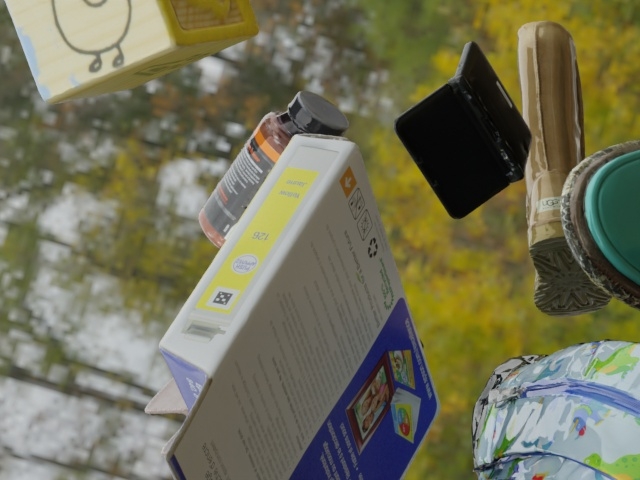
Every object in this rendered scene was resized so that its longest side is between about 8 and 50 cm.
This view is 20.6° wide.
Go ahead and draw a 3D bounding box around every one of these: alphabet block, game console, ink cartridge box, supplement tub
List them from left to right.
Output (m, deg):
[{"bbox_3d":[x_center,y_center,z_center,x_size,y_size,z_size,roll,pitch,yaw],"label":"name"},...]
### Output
[{"bbox_3d":[-0.219,-0.280,1.994,0.193,0.197,0.192,-26,-85,-60],"label":"alphabet block"},{"bbox_3d":[-0.049,-0.074,1.997,0.198,0.106,0.106,-55,1,25],"label":"supplement tub"},{"bbox_3d":[-0.023,0.134,1.313,0.307,0.072,0.303,-56,-37,-35],"label":"ink cartridge box"},{"bbox_3d":[0.133,-0.102,1.624,0.122,0.071,0.107,55,-147,-26],"label":"game console"}]

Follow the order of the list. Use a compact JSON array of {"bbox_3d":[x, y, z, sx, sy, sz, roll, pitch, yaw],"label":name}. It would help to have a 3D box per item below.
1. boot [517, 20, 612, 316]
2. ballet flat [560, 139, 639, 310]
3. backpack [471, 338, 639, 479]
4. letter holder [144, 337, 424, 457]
[{"bbox_3d":[0.274,-0.076,1.988,0.236,0.089,0.269,70,-163,-61],"label":"boot"},{"bbox_3d":[0.375,-0.006,1.610,0.182,0.483,0.164,-15,80,59],"label":"ballet flat"},{"bbox_3d":[0.268,0.202,1.400,0.273,0.290,0.355,-52,2,-27],"label":"backpack"},{"bbox_3d":[-0.067,0.163,2.089,0.302,0.152,0.214,-43,20,-29],"label":"letter holder"}]
